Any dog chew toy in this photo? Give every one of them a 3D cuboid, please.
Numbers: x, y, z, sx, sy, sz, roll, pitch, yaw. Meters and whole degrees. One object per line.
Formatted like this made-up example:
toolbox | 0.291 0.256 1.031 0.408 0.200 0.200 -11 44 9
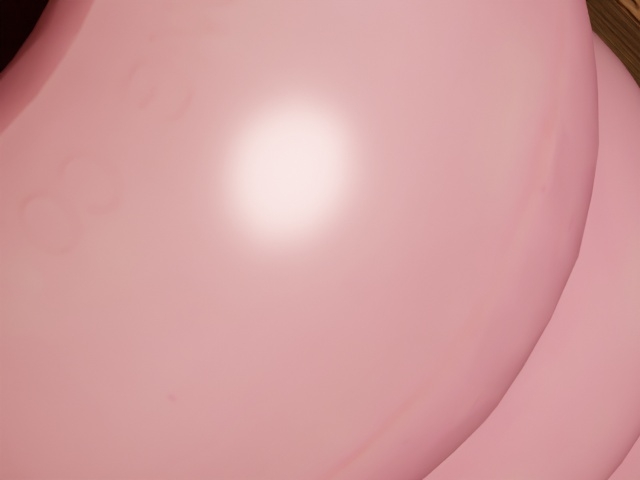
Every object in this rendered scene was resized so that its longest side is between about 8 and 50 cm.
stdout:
dog chew toy | 0.000 0.000 0.485 0.332 0.206 0.207 34 20 -54
